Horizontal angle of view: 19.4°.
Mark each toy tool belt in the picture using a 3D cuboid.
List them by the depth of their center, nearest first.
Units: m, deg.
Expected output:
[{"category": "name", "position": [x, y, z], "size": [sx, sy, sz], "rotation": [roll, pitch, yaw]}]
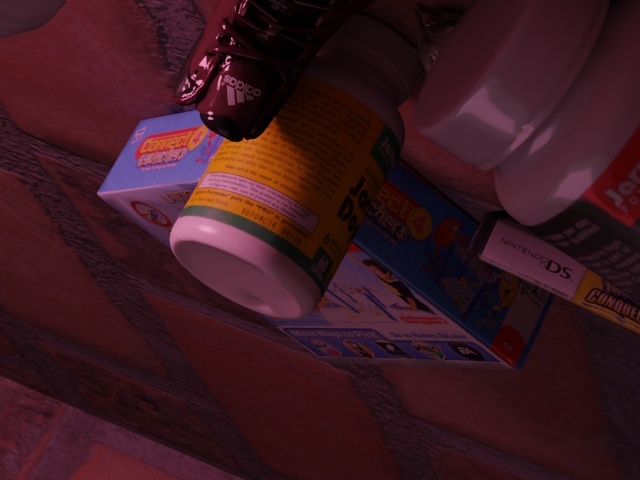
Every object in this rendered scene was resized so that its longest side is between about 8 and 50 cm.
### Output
[{"category": "toy tool belt", "position": [0.093, -0.124, 1.291], "size": [0.083, 0.052, 0.051], "rotation": [48, -176, -39]}]

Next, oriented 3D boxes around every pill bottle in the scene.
[{"category": "pill bottle", "position": [0.209, -0.047, 1.136], "size": [0.283, 0.161, 0.161], "rotation": [32, 161, -13]}, {"category": "pill bottle", "position": [-0.011, -0.058, 1.339], "size": [0.118, 0.208, 0.117], "rotation": [25, 161, 10]}]

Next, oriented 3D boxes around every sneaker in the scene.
[{"category": "sneaker", "position": [-0.013, -0.140, 1.201], "size": [0.106, 0.162, 0.281], "rotation": [32, 161, -10]}]

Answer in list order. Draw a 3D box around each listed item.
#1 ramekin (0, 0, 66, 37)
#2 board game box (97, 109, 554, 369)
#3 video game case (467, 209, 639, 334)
[{"category": "ramekin", "position": [-0.178, -0.239, 1.045], "size": [0.127, 0.273, 0.273], "rotation": [22, 164, -20]}, {"category": "board game box", "position": [0.000, 0.000, 1.664], "size": [0.302, 0.086, 0.308], "rotation": [38, 159, -26]}, {"category": "video game case", "position": [0.237, 0.042, 1.368], "size": [0.248, 0.035, 0.275], "rotation": [25, -174, 8]}]
